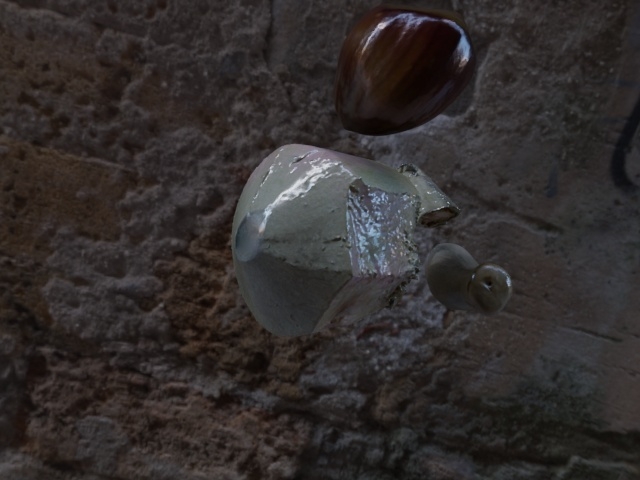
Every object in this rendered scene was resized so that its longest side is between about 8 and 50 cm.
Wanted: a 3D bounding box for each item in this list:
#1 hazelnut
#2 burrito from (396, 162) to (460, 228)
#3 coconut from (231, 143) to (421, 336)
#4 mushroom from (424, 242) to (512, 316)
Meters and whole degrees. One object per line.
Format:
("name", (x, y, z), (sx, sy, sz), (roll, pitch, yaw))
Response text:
("hazelnut", (0.114, -0.247, 0.795), (0.181, 0.181, 0.212), (-4, 27, -18))
("burrito", (0.219, -0.097, 1.160), (0.060, 0.087, 0.226), (47, 14, -34))
("coconut", (0.000, 0.000, 0.860), (0.297, 0.297, 0.309), (25, 19, 35))
("mushroom", (0.253, 0.074, 0.963), (0.096, 0.108, 0.247), (39, 3, -10))
